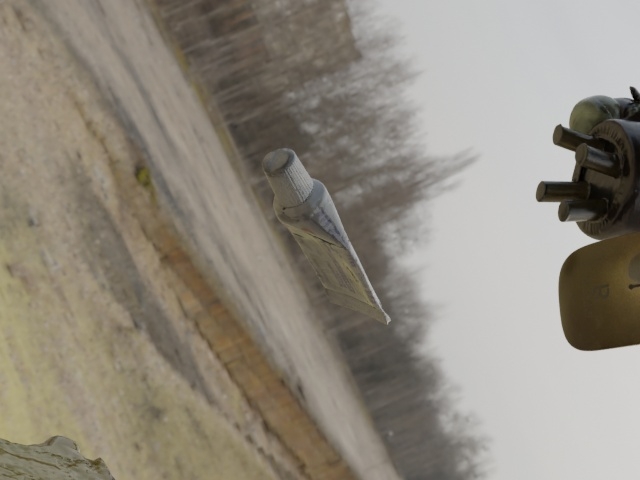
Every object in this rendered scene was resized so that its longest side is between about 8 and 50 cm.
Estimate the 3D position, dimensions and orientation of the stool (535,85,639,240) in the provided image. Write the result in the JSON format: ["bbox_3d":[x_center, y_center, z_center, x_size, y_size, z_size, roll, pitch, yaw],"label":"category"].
[{"bbox_3d":[0.295,-0.083,1.076,0.125,0.121,0.217,111,-16,-49],"label":"stool"}]

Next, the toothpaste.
[{"bbox_3d":[0.000,-0.001,1.303,0.282,0.068,0.099,63,-1,-40],"label":"toothpaste"}]

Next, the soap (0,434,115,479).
[{"bbox_3d":[-0.145,0.186,0.531,0.169,0.338,0.304,27,52,-25],"label":"soap"}]

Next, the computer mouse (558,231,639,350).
[{"bbox_3d":[0.294,0.045,0.942,0.045,0.199,0.102,10,74,-40],"label":"computer mouse"}]
